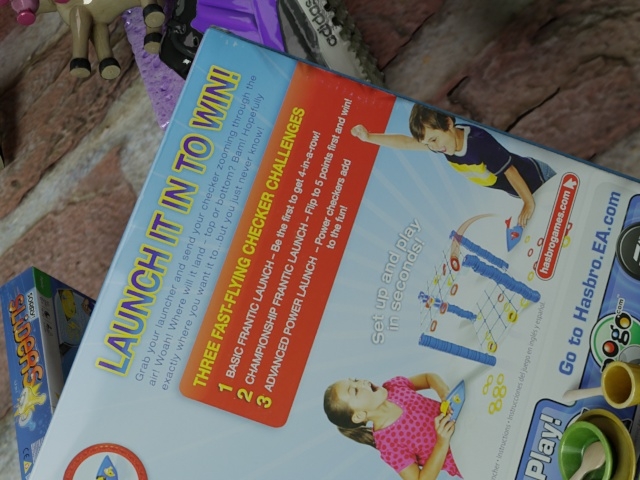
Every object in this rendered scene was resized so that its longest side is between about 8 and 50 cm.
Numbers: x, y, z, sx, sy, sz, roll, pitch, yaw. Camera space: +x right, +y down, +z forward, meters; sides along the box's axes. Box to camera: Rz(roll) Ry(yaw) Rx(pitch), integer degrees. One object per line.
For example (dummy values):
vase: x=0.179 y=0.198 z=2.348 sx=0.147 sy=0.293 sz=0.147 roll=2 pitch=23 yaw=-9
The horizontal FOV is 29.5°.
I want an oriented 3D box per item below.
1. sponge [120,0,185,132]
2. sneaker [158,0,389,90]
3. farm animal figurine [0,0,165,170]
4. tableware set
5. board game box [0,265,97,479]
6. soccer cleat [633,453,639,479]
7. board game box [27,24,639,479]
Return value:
sponge: x=-0.114 y=-0.193 z=1.071 sx=0.117 sy=0.031 sz=0.210 roll=-36 pitch=50 yaw=14
sneaker: x=-0.074 y=-0.196 z=0.948 sx=0.146 sy=0.102 sz=0.293 roll=-32 pitch=69 yaw=15
farm animal figurine: x=-0.316 y=-0.196 z=1.074 sx=0.327 sy=0.330 sz=0.172 roll=124 pitch=141 yaw=-49
tableware set: x=0.149 y=0.134 z=0.568 sx=0.104 sy=0.024 sz=0.154 roll=-28 pitch=63 yaw=55
board game box: x=-0.155 y=0.129 z=0.851 sx=0.035 sy=0.136 sz=0.201 roll=-32 pitch=52 yaw=18
soccer cleat: x=0.202 y=0.162 z=0.586 sx=0.121 sy=0.093 sz=0.289 roll=3 pitch=86 yaw=44
board game box: x=0.027 y=0.079 z=0.667 sx=0.302 sy=0.086 sz=0.308 roll=20 pitch=73 yaw=-1
